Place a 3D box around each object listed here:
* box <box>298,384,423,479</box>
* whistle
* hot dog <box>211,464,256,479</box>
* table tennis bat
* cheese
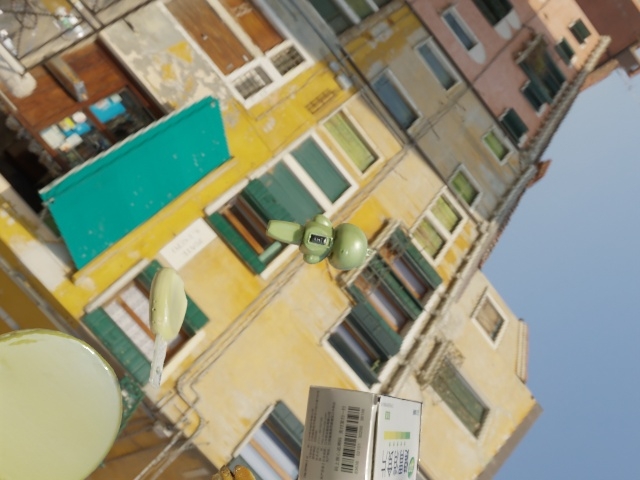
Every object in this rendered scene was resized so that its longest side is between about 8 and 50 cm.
[{"bbox_3d":[0.089,0.385,1.159,0.145,0.173,0.333,-1,163,23],"label":"box"},{"bbox_3d":[0.001,0.000,1.643,0.141,0.294,0.141,15,90,-88],"label":"whistle"},{"bbox_3d":[-0.152,0.590,1.253,0.109,0.269,0.072,10,129,-48],"label":"hot dog"},{"bbox_3d":[-0.420,0.183,0.767,0.224,0.368,0.054,-48,-156,-24],"label":"table tennis bat"},{"bbox_3d":[-0.336,0.191,1.279,0.050,0.127,0.255,-3,-123,7],"label":"cheese"}]
